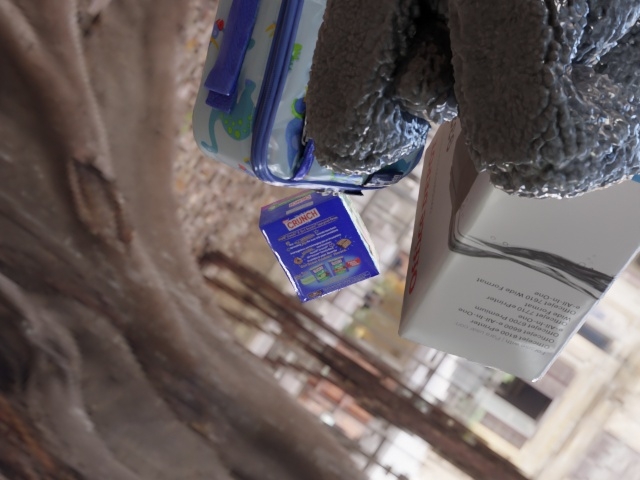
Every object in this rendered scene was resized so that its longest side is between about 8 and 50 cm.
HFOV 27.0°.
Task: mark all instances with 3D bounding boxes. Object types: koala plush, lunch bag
[{"bbox_3d":[0.136,-0.122,0.701,0.221,0.196,0.203,3,96,-39],"label":"koala plush"},{"bbox_3d":[0.009,-0.141,0.889,0.176,0.090,0.219,3,107,-49],"label":"lunch bag"}]

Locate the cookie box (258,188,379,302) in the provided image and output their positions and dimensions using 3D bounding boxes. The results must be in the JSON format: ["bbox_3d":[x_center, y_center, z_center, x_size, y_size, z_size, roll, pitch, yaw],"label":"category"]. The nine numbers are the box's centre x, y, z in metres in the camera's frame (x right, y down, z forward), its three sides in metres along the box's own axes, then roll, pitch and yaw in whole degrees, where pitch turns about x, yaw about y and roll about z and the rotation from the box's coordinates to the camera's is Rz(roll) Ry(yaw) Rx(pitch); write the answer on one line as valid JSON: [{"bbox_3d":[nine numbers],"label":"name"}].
[{"bbox_3d":[0.000,0.000,1.376,0.092,0.107,0.040,-21,-149,12],"label":"cookie box"}]

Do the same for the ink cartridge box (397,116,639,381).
[{"bbox_3d":[0.176,-0.075,1.007,0.307,0.129,0.223,115,-10,-47],"label":"ink cartridge box"}]
